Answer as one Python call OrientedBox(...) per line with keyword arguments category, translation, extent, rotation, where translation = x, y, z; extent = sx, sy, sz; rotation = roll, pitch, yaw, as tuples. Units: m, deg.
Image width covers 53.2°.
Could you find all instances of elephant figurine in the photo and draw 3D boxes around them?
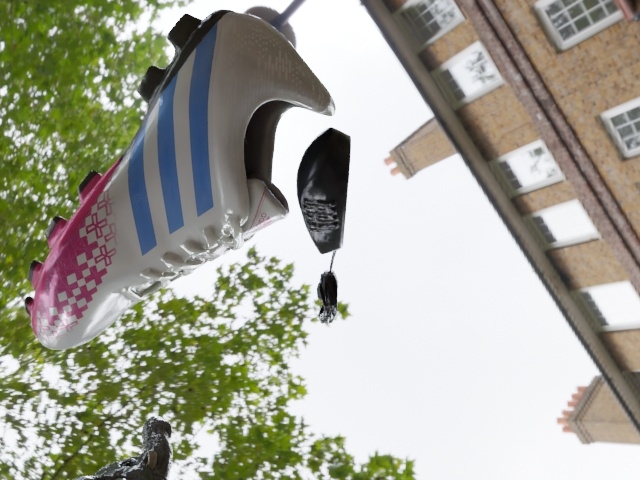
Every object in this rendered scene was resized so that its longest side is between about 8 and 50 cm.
OrientedBox(category="elephant figurine", translation=(-0.235, 0.335, 0.761), extent=(0.186, 0.239, 0.169), rotation=(23, -85, -48))

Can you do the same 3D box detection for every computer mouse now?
OrientedBox(category="computer mouse", translation=(0.000, 0.000, 0.556), extent=(0.041, 0.242, 0.071), rotation=(3, -131, 1))

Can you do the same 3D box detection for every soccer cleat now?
OrientedBox(category="soccer cleat", translation=(-0.115, -0.017, 0.512), extent=(0.143, 0.331, 0.116), rotation=(35, -164, 1))
